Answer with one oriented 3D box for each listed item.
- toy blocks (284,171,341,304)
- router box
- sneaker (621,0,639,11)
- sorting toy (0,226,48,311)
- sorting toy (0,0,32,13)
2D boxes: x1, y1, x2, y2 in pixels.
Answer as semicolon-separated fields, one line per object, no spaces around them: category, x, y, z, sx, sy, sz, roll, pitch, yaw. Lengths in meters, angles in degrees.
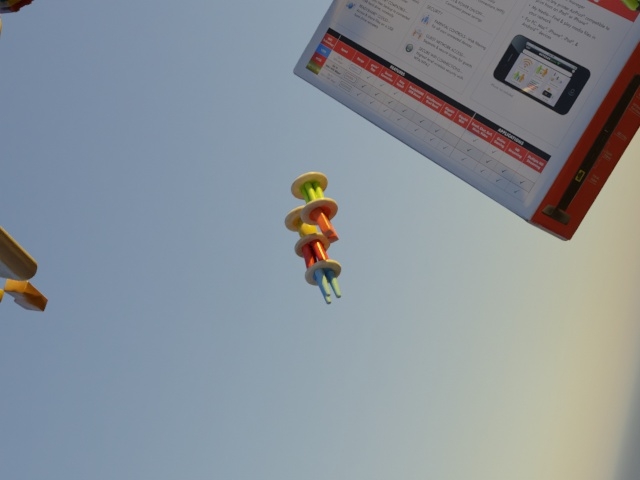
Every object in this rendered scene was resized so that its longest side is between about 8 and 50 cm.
toy blocks;0.000;0.000;1.847;0.123;0.054;0.148;102;153;-49
router box;0.172;-0.209;1.280;0.082;0.335;0.301;21;-77;-51
sneaker;0.201;-0.283;0.946;0.111;0.121;0.300;-46;22;32
sorting toy;-0.477;0.002;1.727;0.307;0.229;0.041;59;-139;-58
sorting toy;-0.402;-0.291;1.654;0.132;0.274;0.046;-32;-70;-21
